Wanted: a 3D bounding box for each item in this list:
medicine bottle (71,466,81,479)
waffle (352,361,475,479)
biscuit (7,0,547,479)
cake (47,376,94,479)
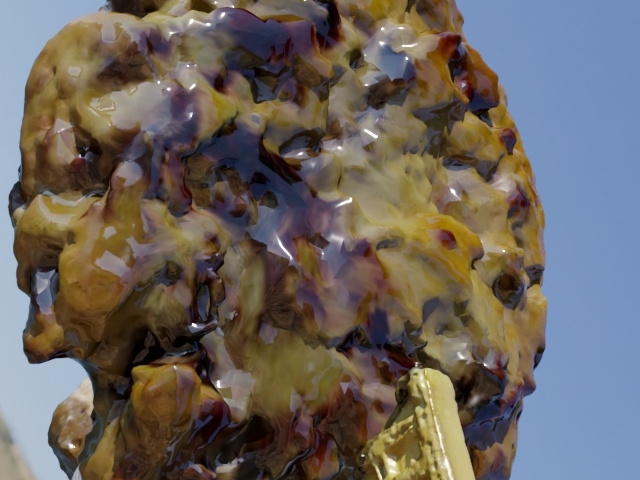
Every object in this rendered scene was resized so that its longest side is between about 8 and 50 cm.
[{"bbox_3d":[-0.092,0.271,1.158,0.165,0.165,0.273,84,1,-48],"label":"medicine bottle"},{"bbox_3d":[0.006,0.129,0.751,0.023,0.152,0.097,24,37,-38],"label":"waffle"},{"bbox_3d":[-0.004,-0.001,0.841,0.081,0.289,0.334,-23,-128,51],"label":"biscuit"},{"bbox_3d":[-0.062,0.152,1.582,0.196,0.293,0.199,17,-34,47],"label":"cake"}]
